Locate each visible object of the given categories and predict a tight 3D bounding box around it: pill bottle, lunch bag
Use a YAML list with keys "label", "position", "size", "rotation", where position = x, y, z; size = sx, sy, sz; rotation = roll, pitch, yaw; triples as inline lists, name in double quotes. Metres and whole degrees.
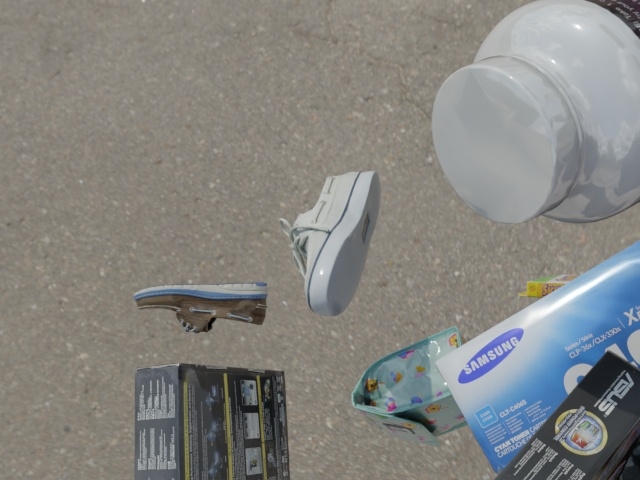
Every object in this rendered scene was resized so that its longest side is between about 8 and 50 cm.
- label: "pill bottle"
  position: [0.253, -0.129, 0.629]
  size: [0.323, 0.181, 0.181]
  rotation: [-24, 57, -27]
- label: "lunch bag"
  position: [0.212, 0.316, 1.533]
  size: [0.262, 0.223, 0.160]
  rotation: [-28, 54, 11]

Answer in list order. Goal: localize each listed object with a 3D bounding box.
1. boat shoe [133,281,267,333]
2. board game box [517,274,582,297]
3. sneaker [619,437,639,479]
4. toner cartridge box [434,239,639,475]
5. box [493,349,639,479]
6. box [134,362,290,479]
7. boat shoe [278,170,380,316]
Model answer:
- label: "boat shoe"
  position: [-0.163, 0.091, 1.013]
  size: [0.183, 0.066, 0.066]
  rotation: [-2, 86, 7]
- label: "board game box"
  position: [0.483, 0.082, 1.296]
  size: [0.259, 0.124, 0.039]
  rotation: [-4, 91, 45]
- label: "sneaker"
  position: [0.402, 0.303, 0.822]
  size: [0.121, 0.079, 0.217]
  rotation: [-33, 61, 21]
- label: "toner cartridge box"
  position: [0.336, 0.142, 0.942]
  size: [0.347, 0.075, 0.165]
  rotation: [-33, 55, 8]
- label: "box"
  position: [0.195, 0.257, 0.688]
  size: [0.270, 0.216, 0.060]
  rotation: [-38, 56, -25]
- label: "box"
  position: [-0.157, 0.400, 1.189]
  size: [0.097, 0.318, 0.395]
  rotation: [-10, 75, 24]
- label: "boat shoe"
  position: [-0.001, -0.008, 1.358]
  size: [0.156, 0.136, 0.367]
  rotation: [2, 42, 18]
